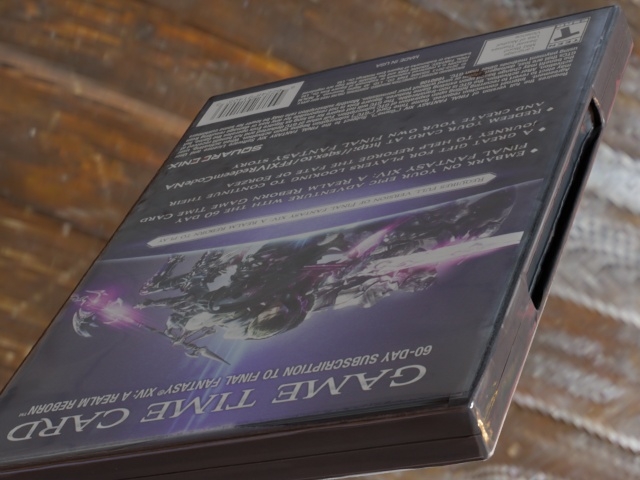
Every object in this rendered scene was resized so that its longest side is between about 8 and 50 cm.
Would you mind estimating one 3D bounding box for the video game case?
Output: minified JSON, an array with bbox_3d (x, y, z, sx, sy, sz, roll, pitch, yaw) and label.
[{"bbox_3d":[0.000,0.000,0.698,0.026,0.196,0.274,66,28,-26],"label":"video game case"}]
